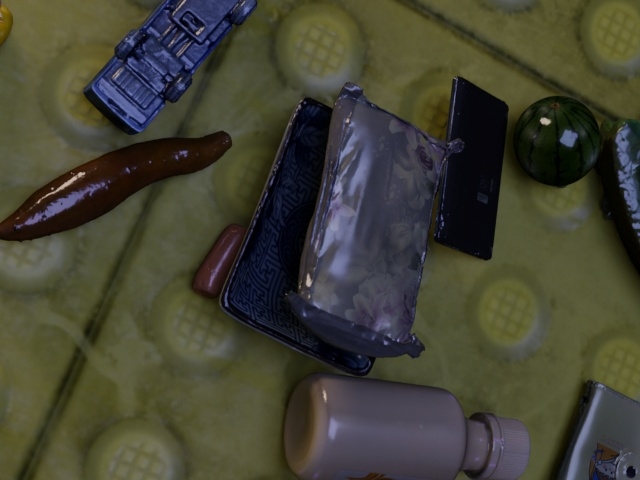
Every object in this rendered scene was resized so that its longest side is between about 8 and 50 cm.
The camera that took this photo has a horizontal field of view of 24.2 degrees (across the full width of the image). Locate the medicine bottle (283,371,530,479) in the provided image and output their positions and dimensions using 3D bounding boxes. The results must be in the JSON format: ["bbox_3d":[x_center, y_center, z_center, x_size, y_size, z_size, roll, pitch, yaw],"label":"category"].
[{"bbox_3d":[0.094,0.204,1.542,0.252,0.114,0.114,9,83,-21],"label":"medicine bottle"}]

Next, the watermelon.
[{"bbox_3d":[0.259,-0.105,1.639,0.109,0.109,0.109,2,86,-22],"label":"watermelon"}]

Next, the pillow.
[{"bbox_3d":[0.051,-0.012,1.484,0.169,0.059,0.255,20,74,-24],"label":"pillow"}]

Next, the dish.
[{"bbox_3d":[0.000,0.000,1.533,0.182,0.080,0.243,27,74,-21],"label":"dish"}]

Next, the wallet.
[{"bbox_3d":[0.319,0.248,1.671,0.110,0.039,0.155,26,77,-15],"label":"wallet"}]

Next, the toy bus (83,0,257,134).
[{"bbox_3d":[-0.138,-0.205,1.486,0.079,0.094,0.236,41,71,-8],"label":"toy bus"}]

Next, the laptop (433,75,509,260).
[{"bbox_3d":[0.165,-0.076,1.607,0.129,0.016,0.180,17,77,-57],"label":"laptop"}]

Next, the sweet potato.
[{"bbox_3d":[-0.205,-0.060,1.471,0.264,0.057,0.057,-28,97,-23],"label":"sweet potato"}]

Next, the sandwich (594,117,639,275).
[{"bbox_3d":[0.482,-0.056,1.691,0.301,0.162,0.250,-20,98,-19],"label":"sandwich"}]

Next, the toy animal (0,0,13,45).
[{"bbox_3d":[-0.333,-0.221,1.414,0.091,0.082,0.114,-2,87,-23],"label":"toy animal"}]

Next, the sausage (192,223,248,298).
[{"bbox_3d":[-0.100,0.020,1.518,0.034,0.034,0.083,35,74,-16],"label":"sausage"}]
